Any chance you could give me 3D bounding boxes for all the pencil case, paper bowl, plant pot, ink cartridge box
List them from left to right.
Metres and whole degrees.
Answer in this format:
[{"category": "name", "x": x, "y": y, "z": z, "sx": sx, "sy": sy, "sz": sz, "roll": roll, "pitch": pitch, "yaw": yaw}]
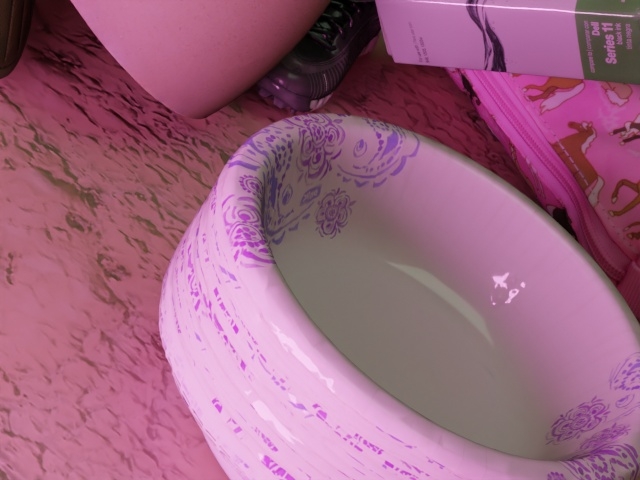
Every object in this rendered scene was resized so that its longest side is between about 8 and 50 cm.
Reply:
[{"category": "plant pot", "x": -0.069, "y": -0.253, "z": 1.057, "sx": 0.284, "sy": 0.191, "sz": 0.284, "roll": 55, "pitch": 18, "yaw": -27}, {"category": "paper bowl", "x": 0.042, "y": 0.072, "z": 0.868, "sx": 0.284, "sy": 0.148, "sz": 0.284, "roll": 23, "pitch": 33, "yaw": -16}, {"category": "ink cartridge box", "x": 0.162, "y": -0.211, "z": 1.180, "sx": 0.208, "sy": 0.087, "sz": 0.153, "roll": 7, "pitch": 61, "yaw": 20}, {"category": "pencil case", "x": 0.211, "y": -0.096, "z": 1.242, "sx": 0.386, "sy": 0.167, "sz": 0.160, "roll": 59, "pitch": -4, "yaw": 34}]

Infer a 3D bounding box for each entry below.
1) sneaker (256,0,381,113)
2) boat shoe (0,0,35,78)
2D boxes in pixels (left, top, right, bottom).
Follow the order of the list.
[{"category": "sneaker", "x": 0.010, "y": -0.182, "z": 1.223, "sx": 0.078, "sy": 0.106, "sz": 0.234, "roll": 34, "pitch": 32, "yaw": 3}, {"category": "boat shoe", "x": -0.241, "y": -0.201, "z": 1.039, "sx": 0.103, "sy": 0.113, "sz": 0.302, "roll": 12, "pitch": 29, "yaw": -7}]
